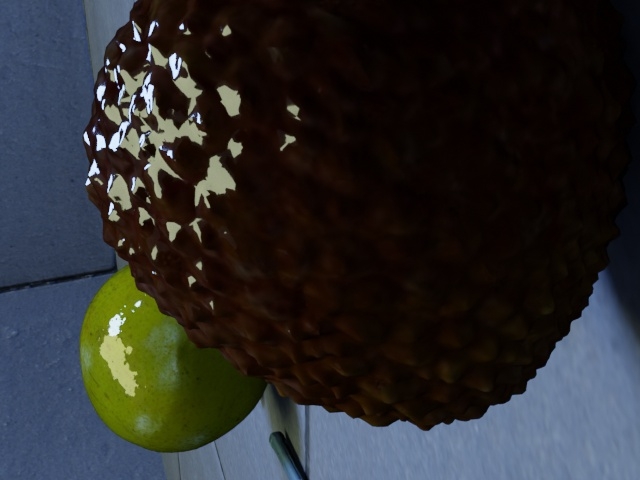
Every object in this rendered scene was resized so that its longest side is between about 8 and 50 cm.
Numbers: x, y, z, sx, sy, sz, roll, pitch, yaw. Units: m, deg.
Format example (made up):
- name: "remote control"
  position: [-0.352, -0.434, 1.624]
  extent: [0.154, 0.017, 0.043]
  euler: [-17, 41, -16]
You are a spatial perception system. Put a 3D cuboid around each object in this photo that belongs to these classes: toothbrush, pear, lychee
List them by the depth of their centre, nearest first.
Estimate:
- name: "lychee"
  position: [0.014, -0.036, 0.462]
  extent: [0.194, 0.194, 0.194]
  euler: [170, 90, -79]
- name: "toothbrush"
  position: [-0.017, 0.225, 1.239]
  extent: [0.219, 0.019, 0.016]
  euler: [-125, 23, -65]
- name: "pear"
  position: [-0.131, 0.101, 1.309]
  extent: [0.198, 0.198, 0.198]
  euler: [170, 90, -79]
